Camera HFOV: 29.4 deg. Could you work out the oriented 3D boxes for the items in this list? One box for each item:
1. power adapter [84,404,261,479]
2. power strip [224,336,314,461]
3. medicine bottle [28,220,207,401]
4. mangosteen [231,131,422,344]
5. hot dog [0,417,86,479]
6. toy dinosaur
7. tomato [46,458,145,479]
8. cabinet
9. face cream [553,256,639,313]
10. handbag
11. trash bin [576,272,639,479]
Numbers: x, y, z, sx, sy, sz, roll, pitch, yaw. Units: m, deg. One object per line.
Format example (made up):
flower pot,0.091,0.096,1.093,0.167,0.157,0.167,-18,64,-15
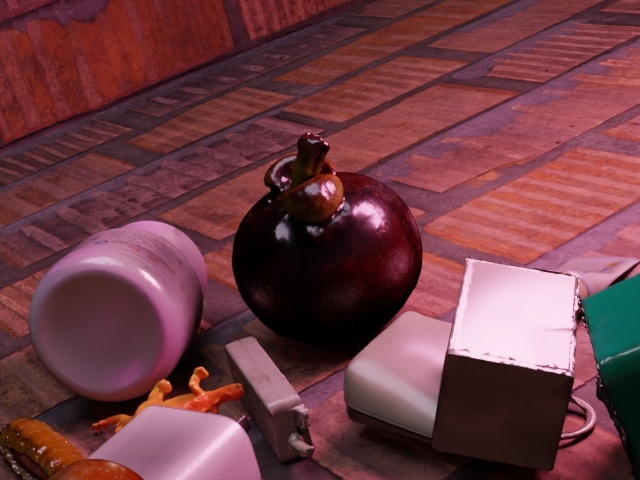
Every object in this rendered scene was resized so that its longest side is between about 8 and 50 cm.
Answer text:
power adapter,-0.188,0.298,1.550,0.187,0.124,0.255,3,28,35
power strip,-0.066,0.224,1.681,0.053,0.093,0.288,-17,21,-13
medicine bottle,-0.306,0.099,1.943,0.241,0.241,0.302,-11,13,10
mangosteen,0.006,0.017,1.873,0.297,0.293,0.297,-5,66,11
hot dog,-0.380,0.310,1.723,0.083,0.068,0.289,-21,20,-32
toy dinosaur,-0.229,0.261,1.734,0.288,0.070,0.117,-19,37,23
tomato,-0.261,0.374,1.286,0.270,0.223,0.270,-36,9,6
cabinet,0.224,0.144,1.464,0.145,0.150,0.206,10,34,8
face cream,0.390,0.057,1.832,0.114,0.070,0.224,0,18,34
handbag,0.203,0.187,1.584,0.315,0.109,0.241,7,32,37
trash bin,0.503,0.123,1.348,0.381,0.295,0.259,-21,20,16
